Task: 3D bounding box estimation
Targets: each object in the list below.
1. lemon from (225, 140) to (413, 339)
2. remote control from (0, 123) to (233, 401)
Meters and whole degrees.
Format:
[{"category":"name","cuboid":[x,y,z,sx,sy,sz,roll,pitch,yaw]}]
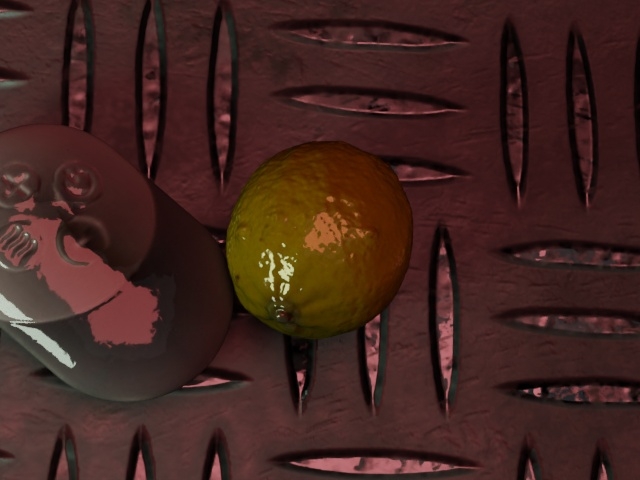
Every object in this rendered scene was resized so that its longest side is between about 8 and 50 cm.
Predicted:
[{"category":"lemon","cuboid":[0.000,0.000,1.755,0.192,0.192,0.231,23,51,-3]},{"category":"remote control","cuboid":[-0.241,0.021,1.752,0.332,0.103,0.221,40,72,1]}]
